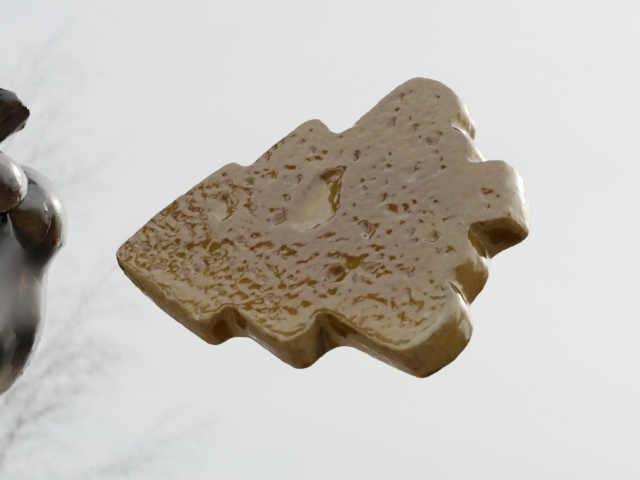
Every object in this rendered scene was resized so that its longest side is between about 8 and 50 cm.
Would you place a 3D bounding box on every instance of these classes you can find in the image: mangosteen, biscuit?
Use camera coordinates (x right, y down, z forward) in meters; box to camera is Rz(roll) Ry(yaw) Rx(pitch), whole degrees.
[{"bbox_3d":[-0.329,0.007,1.324,0.288,0.287,0.233,13,-16,-18],"label":"mangosteen"},{"bbox_3d":[0.000,0.000,0.941,0.239,0.212,0.041,-10,-43,16],"label":"biscuit"}]
